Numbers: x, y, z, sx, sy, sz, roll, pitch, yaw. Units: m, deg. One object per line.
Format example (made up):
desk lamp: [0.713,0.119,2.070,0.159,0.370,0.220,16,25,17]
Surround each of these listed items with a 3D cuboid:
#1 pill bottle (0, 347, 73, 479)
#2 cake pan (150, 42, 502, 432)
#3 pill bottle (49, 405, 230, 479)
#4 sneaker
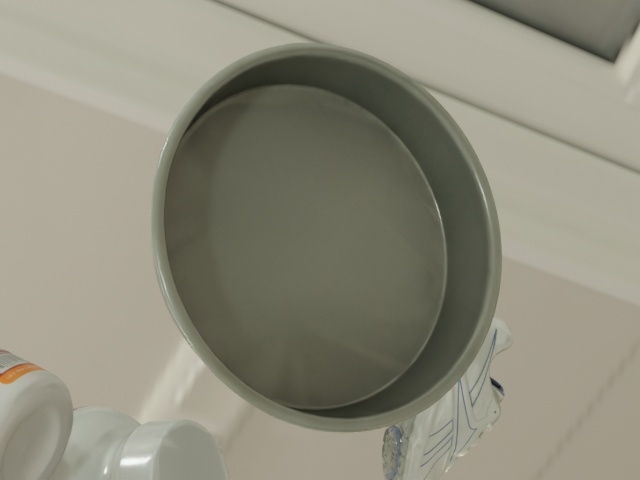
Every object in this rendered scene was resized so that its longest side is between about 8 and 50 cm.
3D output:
pill bottle: [-0.316,0.122,1.445,0.221,0.121,0.121,23,94,24]
cake pan: [0.000,0.000,1.364,0.054,0.293,0.293,-23,53,60]
pill bottle: [-0.234,0.233,1.578,0.301,0.169,0.169,-10,59,27]
sneaker: [0.151,0.216,2.189,0.111,0.129,0.297,-111,32,-65]
